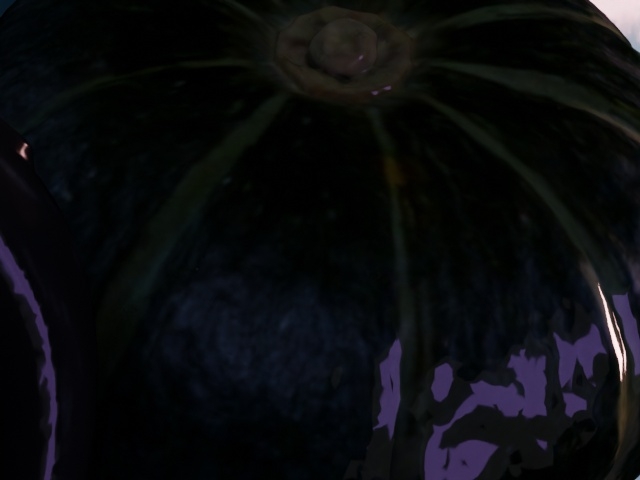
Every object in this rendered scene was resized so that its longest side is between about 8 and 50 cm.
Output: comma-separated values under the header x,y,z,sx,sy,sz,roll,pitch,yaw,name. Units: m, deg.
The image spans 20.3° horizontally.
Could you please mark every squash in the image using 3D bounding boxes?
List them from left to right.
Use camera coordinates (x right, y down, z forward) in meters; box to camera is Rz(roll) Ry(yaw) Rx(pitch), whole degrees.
x,y,z,sx,sy,sz,roll,pitch,yaw,name
0.000,0.000,0.574,0.252,0.252,0.165,-33,149,-35,squash

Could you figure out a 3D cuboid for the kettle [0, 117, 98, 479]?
x,y,z,sx,sy,sz,roll,pitch,yaw,name
-0.186,0.067,0.408,0.268,0.207,0.290,15,91,-31,kettle
